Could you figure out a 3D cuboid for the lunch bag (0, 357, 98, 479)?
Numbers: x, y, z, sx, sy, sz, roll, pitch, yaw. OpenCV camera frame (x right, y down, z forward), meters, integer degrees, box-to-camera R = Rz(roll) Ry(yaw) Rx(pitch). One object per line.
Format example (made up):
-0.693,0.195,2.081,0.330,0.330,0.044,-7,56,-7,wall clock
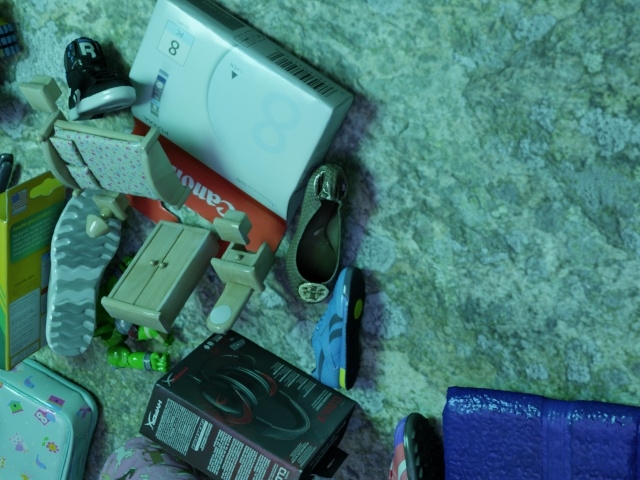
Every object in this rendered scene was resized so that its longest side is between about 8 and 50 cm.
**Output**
-0.533,0.368,1.982,0.224,0.108,0.279,25,121,9,lunch bag

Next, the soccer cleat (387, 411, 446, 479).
0.139,0.417,1.685,0.116,0.108,0.318,0,113,30,soccer cleat

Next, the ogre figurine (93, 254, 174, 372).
-0.326,0.134,1.795,0.118,0.097,0.197,-20,106,24,ogre figurine

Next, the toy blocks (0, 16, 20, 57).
-0.616,-0.319,1.719,0.260,0.191,0.381,-10,106,17,toy blocks

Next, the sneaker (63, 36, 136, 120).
-0.343,-0.250,1.602,0.217,0.079,0.121,-4,96,62,sneaker

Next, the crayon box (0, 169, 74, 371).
-0.482,0.025,1.761,0.083,0.203,0.323,17,116,19,crayon box

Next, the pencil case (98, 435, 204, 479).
-0.236,0.437,1.739,0.160,0.167,0.386,48,165,-21,pencil case

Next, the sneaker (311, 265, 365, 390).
0.019,0.133,1.644,0.082,0.069,0.209,16,117,24,sneaker

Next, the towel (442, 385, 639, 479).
0.336,0.330,1.577,0.308,0.076,0.228,3,105,25,towel

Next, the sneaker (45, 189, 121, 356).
-0.405,0.043,1.753,0.105,0.115,0.281,16,88,-22,sneaker

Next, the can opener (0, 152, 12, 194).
-0.569,-0.071,1.858,0.059,0.073,0.186,52,129,46,can opener

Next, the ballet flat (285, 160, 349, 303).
0.000,0.000,1.582,0.084,0.058,0.250,4,124,-12,ballet flat

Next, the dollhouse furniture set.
-0.273,-0.039,1.535,0.303,0.174,0.355,12,147,29,dollhouse furniture set

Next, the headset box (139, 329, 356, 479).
-0.097,0.285,1.674,0.293,0.218,0.110,29,120,13,headset box

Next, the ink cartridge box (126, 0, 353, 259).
-0.165,-0.136,1.610,0.308,0.091,0.385,34,120,10,ink cartridge box
